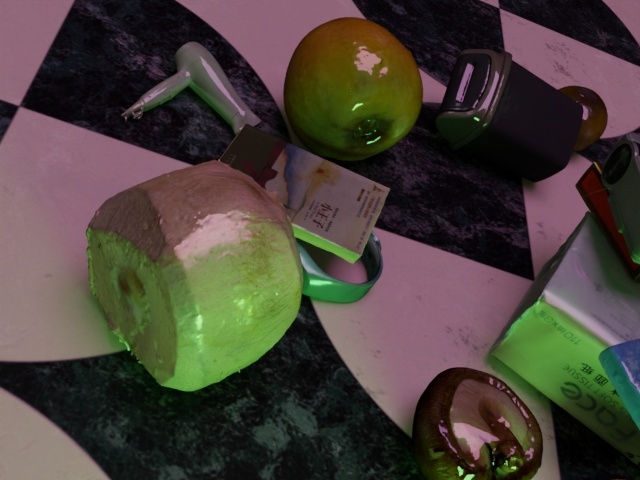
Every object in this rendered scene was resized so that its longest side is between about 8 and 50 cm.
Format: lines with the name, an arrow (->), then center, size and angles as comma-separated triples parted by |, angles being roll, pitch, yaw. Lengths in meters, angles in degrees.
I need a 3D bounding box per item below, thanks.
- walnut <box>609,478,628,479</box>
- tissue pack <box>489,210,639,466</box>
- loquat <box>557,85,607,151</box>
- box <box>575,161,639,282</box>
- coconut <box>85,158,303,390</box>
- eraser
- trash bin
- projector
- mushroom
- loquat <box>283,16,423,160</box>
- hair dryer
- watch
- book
walnut -> 0.460, 0.440, 1.241 | 0.197, 0.165, 0.165 | 40, 44, 6
tissue pack -> 0.543, 0.188, 1.475 | 0.405, 0.205, 0.332 | 39, 44, 8
loquat -> 0.591, -0.288, 1.977 | 0.152, 0.152, 0.195 | 36, 53, 6
box -> 0.573, -0.028, 1.506 | 0.153, 0.074, 0.240 | 5, 45, -23
coconut -> -0.158, 0.040, 1.182 | 0.254, 0.297, 0.297 | -24, 65, -38
eraser -> 0.579, 0.202, 1.302 | 0.312, 0.042, 0.144 | -7, 58, -28
trash bin -> 0.395, -0.265, 1.807 | 0.290, 0.182, 0.209 | 25, 69, -13
projector -> 0.578, -0.047, 1.401 | 0.192, 0.099, 0.257 | 20, 41, -15
mushroom -> 0.224, 0.295, 1.274 | 0.231, 0.138, 0.194 | 9, 33, -36
loquat -> 0.061, -0.288, 1.596 | 0.275, 0.275, 0.275 | 15, 46, -16
hair dryer -> -0.254, -0.249, 1.560 | 0.237, 0.075, 0.206 | -30, 75, -34
watch -> 0.000, 0.000, 1.454 | 0.195, 0.068, 0.237 | -23, 65, -41
book -> -0.040, -0.085, 1.441 | 0.289, 0.026, 0.201 | 23, 43, 3
